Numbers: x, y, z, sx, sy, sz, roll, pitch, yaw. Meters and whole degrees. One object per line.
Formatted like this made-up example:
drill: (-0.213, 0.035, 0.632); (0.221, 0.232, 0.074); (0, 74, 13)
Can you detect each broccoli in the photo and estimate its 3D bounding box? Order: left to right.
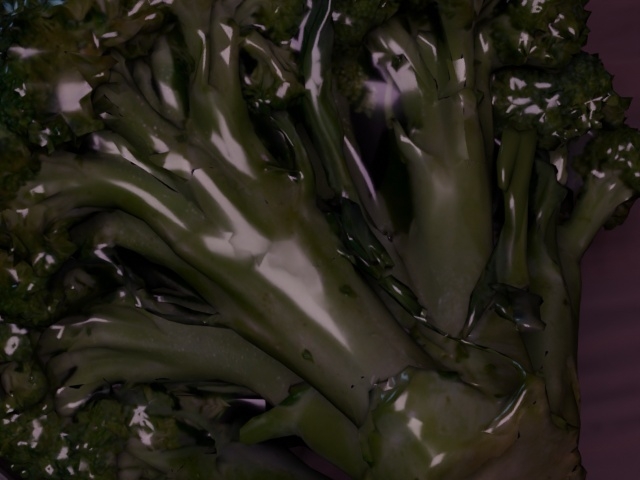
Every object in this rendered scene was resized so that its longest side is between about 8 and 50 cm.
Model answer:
broccoli: (0.000, 0.000, 0.766); (0.321, 0.303, 0.283); (-29, 50, -9)

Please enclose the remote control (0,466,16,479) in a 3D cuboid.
remote control: (-0.135, 0.175, 0.831); (0.103, 0.055, 0.277); (-46, 108, -4)
